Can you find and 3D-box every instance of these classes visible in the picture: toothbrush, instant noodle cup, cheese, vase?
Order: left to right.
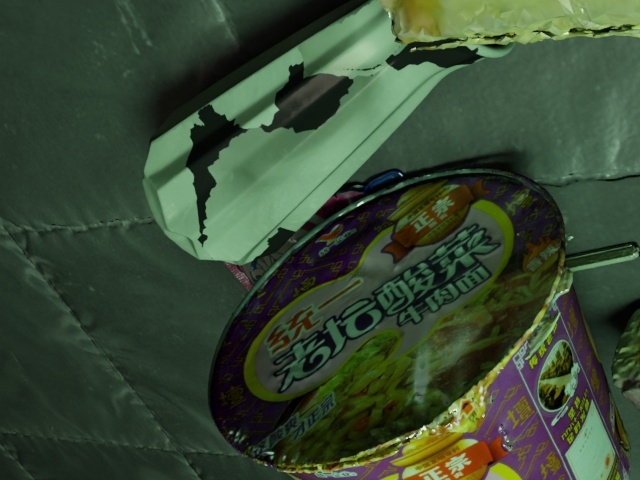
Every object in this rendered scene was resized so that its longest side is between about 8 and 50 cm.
[{"bbox_3d":[-0.007,-0.109,0.765,0.165,0.165,0.360,43,133,-16],"label":"vase"},{"bbox_3d":[0.000,0.000,0.938,0.244,0.062,0.155,-22,117,31],"label":"cheese"},{"bbox_3d":[0.109,0.141,0.797,0.339,0.340,0.266,-12,126,38],"label":"instant noodle cup"},{"bbox_3d":[0.179,0.039,0.903,0.294,0.026,0.028,-11,125,37],"label":"toothbrush"}]

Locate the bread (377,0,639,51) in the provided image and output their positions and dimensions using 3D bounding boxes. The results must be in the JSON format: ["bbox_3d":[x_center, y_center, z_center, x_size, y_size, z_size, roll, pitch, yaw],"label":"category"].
[{"bbox_3d":[0.179,-0.265,0.524,0.248,0.279,0.315,10,101,44],"label":"bread"}]

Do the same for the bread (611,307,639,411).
[{"bbox_3d":[0.440,0.189,0.809,0.338,0.155,0.187,42,142,-16],"label":"bread"}]
